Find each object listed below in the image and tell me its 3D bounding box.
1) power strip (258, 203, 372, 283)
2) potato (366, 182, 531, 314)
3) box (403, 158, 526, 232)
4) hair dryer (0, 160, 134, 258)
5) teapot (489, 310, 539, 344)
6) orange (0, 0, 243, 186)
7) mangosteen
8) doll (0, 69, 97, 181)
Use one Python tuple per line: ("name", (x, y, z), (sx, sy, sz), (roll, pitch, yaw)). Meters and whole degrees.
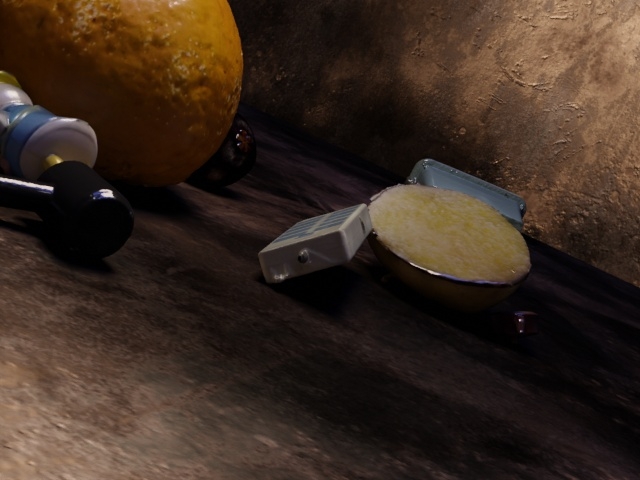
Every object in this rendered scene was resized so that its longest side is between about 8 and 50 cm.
("power strip", (0.000, 0.000, 1.508), (0.106, 0.043, 0.367), (-16, 5, 8))
("potato", (0.169, 0.027, 1.740), (0.239, 0.116, 0.299), (10, 25, -16))
("box", (0.245, -0.030, 2.149), (0.227, 0.162, 0.130), (22, 20, -9))
("hair dryer", (-0.298, -0.046, 1.112), (0.248, 0.071, 0.114), (13, 13, -35))
("teapot", (0.264, 0.120, 1.658), (0.067, 0.045, 0.100), (2, -8, -3))
("orange", (-0.260, -0.233, 1.555), (0.340, 0.293, 0.340), (22, 7, -3))
("mangosteen", (-0.176, -0.142, 1.848), (0.151, 0.137, 0.137), (-11, -10, 29))
("doll", (-0.331, -0.121, 1.354), (0.135, 0.099, 0.241), (-23, 39, -38))
